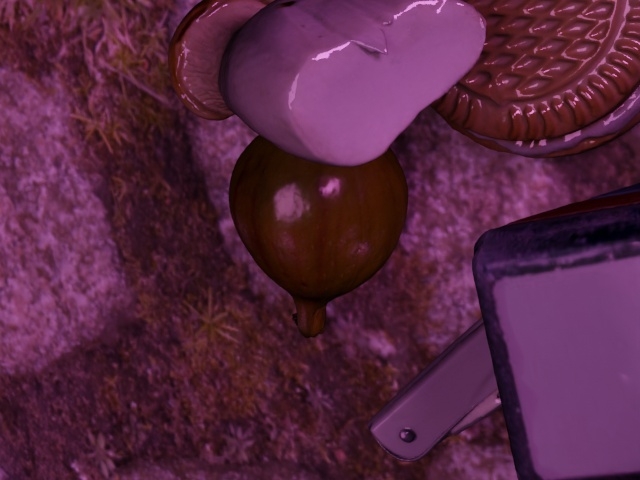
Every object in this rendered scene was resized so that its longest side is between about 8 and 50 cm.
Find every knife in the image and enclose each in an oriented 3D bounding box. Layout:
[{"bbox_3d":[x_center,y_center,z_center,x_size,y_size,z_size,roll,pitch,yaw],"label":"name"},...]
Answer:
[{"bbox_3d":[0.142,0.101,1.179,0.073,0.040,0.265,48,121,1],"label":"knife"}]

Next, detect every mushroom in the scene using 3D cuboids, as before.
[{"bbox_3d":[-0.014,-0.136,1.113,0.328,0.159,0.122,-158,56,-65],"label":"mushroom"}]

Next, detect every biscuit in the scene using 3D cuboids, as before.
[{"bbox_3d":[0.156,-0.187,1.082,0.259,0.079,0.259,8,105,30],"label":"biscuit"}]

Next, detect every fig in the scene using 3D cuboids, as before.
[{"bbox_3d":[-0.011,-0.006,1.186,0.148,0.142,0.186,15,97,55],"label":"fig"}]

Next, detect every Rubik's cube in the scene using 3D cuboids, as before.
[{"bbox_3d":[0.318,0.103,0.911,0.316,0.318,0.313,-10,94,31],"label":"Rubik's cube"}]
